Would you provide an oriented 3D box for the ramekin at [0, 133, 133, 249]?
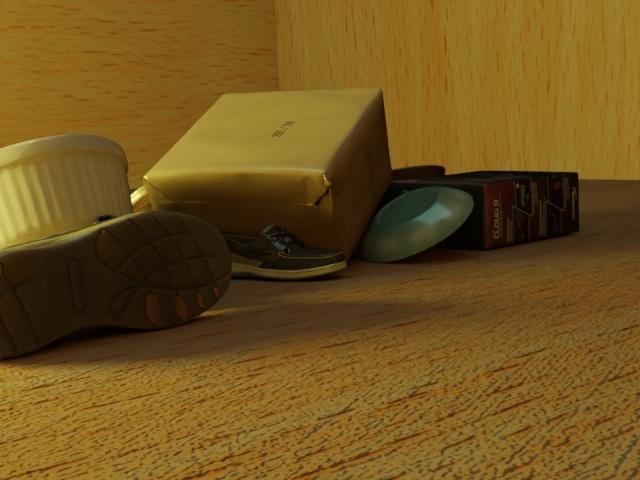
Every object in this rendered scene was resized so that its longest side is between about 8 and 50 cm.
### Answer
[{"bbox_3d":[-0.375,-0.027,1.475,0.272,0.127,0.273,-19,-13,-5],"label":"ramekin"}]

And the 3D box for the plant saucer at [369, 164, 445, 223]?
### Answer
[{"bbox_3d":[0.087,-0.069,2.028,0.310,0.050,0.310,-14,-8,-2],"label":"plant saucer"}]

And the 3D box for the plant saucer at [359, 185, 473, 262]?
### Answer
[{"bbox_3d":[0.140,-0.037,1.687,0.194,0.037,0.195,-24,23,11],"label":"plant saucer"}]

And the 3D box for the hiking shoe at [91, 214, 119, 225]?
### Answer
[{"bbox_3d":[-0.264,0.023,1.373,0.086,0.114,0.226,-8,8,-43],"label":"hiking shoe"}]

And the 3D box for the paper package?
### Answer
[{"bbox_3d":[-0.068,-0.104,1.724,0.309,0.168,0.325,2,30,20],"label":"paper package"}]

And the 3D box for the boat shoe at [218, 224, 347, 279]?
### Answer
[{"bbox_3d":[-0.070,0.015,1.546,0.223,0.074,0.080,0,7,28],"label":"boat shoe"}]

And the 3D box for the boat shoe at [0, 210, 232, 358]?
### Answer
[{"bbox_3d":[-0.257,0.036,1.187,0.355,0.132,0.130,-7,8,-43],"label":"boat shoe"}]

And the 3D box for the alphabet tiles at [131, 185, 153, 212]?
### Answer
[{"bbox_3d":[-0.282,-0.064,1.933,0.278,0.021,0.284,-37,-8,23],"label":"alphabet tiles"}]

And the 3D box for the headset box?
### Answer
[{"bbox_3d":[0.269,-0.056,1.866,0.293,0.110,0.218,-9,9,-42],"label":"headset box"}]
